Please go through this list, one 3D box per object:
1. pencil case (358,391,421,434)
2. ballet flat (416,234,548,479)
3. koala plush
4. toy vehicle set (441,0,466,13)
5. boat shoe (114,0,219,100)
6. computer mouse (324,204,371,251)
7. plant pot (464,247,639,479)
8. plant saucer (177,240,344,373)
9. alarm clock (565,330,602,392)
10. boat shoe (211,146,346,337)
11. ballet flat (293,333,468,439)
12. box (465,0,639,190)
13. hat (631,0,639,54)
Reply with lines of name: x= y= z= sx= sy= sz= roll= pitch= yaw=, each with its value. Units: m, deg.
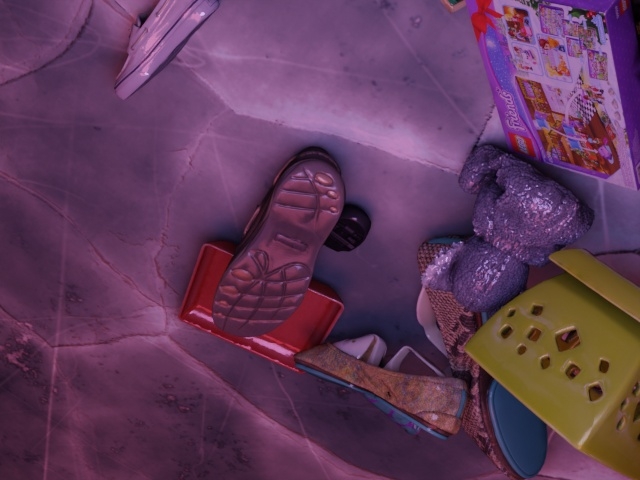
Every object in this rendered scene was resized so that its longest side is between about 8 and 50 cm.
pencil case: x=0.132 y=0.289 z=1.894 sx=0.151 sy=0.064 sz=0.070 roll=41 pitch=148 yaw=-19
ballet flat: x=0.258 y=0.187 z=1.715 sx=0.182 sy=0.164 sz=0.483 roll=12 pitch=132 yaw=40
koala plush: x=0.254 y=0.008 z=1.436 sx=0.196 sy=0.203 sz=0.221 roll=33 pitch=96 yaw=-8
toy vehicle set: x=0.153 y=-0.420 z=1.250 sx=0.166 sy=0.035 sz=0.267 roll=-24 pitch=119 yaw=36
boat shoe: x=-0.237 y=-0.297 z=1.492 sx=0.226 sy=0.083 sz=0.076 roll=-39 pitch=99 yaw=29
computer mouse: x=0.000 y=0.000 z=1.702 sx=0.071 sy=0.041 sz=0.242 roll=38 pitch=139 yaw=-21
plant pot: x=0.366 y=0.153 z=1.356 sx=0.227 sy=0.228 sz=0.207 roll=30 pitch=97 yaw=-47
plant saucer: x=-0.105 y=0.110 z=1.813 sx=0.258 sy=0.048 sz=0.259 roll=24 pitch=143 yaw=-2
alarm clock: x=0.447 y=0.194 z=1.690 sx=0.192 sy=0.064 sz=0.129 roll=-27 pitch=118 yaw=34
boat shoe: x=-0.059 y=0.006 z=1.628 sx=0.132 sy=0.130 sz=0.355 roll=28 pitch=119 yaw=-11
ballet flat: x=0.104 y=0.220 z=1.727 sx=0.348 sy=0.123 sz=0.123 roll=20 pitch=142 yaw=42
box: x=0.303 y=-0.204 z=1.293 sx=0.200 sy=0.057 sz=0.293 roll=23 pitch=153 yaw=39
hat: x=0.449 y=-0.231 z=1.210 sx=0.331 sy=0.134 sz=0.331 roll=52 pitch=170 yaw=13
